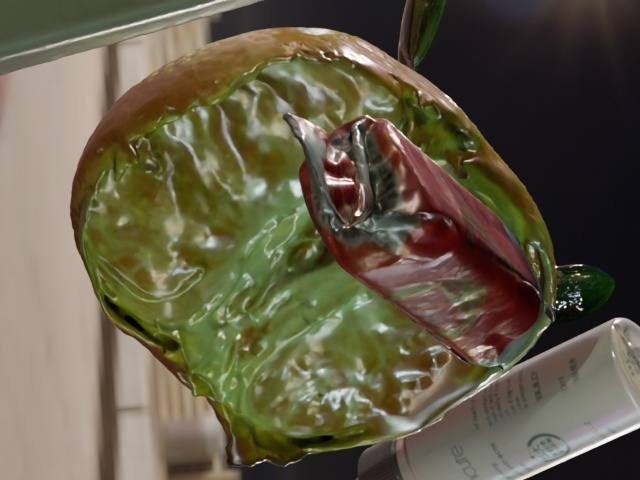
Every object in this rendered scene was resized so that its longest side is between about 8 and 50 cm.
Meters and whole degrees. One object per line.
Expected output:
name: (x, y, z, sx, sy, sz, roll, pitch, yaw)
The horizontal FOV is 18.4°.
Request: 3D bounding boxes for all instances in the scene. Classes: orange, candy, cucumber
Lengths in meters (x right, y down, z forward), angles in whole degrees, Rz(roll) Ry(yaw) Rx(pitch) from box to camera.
orange: (0.000, -0.007, 1.321, 0.334, 0.262, 0.196, 40, 33, -18)
candy: (0.052, 0.001, 0.959, 0.292, 0.059, 0.086, 36, 22, -57)
cucumber: (0.091, 0.063, 1.551, 0.056, 0.284, 0.056, -15, 90, -78)

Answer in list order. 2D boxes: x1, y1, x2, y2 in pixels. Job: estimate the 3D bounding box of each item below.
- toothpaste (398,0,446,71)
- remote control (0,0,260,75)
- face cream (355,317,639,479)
toothpaste: (0.112, -0.267, 1.948, 0.078, 0.047, 0.248, 113, -7, -72)
remote control: (-0.103, -0.121, 0.683, 0.038, 0.285, 0.123, -28, -96, 60)
face cream: (0.139, 0.164, 1.646, 0.092, 0.311, 0.092, 38, 37, -36)
